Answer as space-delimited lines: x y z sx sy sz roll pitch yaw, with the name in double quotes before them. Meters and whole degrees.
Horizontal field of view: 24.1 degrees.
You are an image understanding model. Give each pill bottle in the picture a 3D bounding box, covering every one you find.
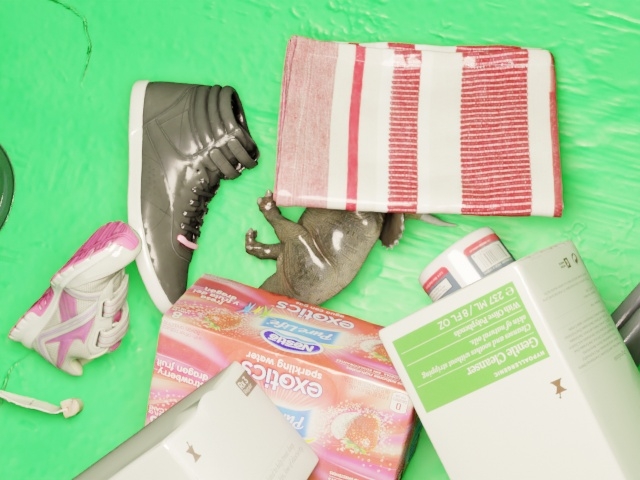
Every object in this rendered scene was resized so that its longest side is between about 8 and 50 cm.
"pill bottle" 0.205 0.085 1.728 0.108 0.108 0.180 -36 78 2

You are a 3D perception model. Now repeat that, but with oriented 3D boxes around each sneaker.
"sneaker" -0.147 -0.061 1.804 0.146 0.104 0.296 -7 76 13
"sneaker" -0.265 0.072 1.774 0.111 0.252 0.103 41 44 -4

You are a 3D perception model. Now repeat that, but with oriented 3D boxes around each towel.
"towel" 0.115 -0.134 1.749 0.329 0.037 0.237 3 59 1

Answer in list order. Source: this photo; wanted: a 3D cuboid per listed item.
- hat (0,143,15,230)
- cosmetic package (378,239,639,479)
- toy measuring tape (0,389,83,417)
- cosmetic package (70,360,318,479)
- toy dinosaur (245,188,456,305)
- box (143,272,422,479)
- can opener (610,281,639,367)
"hat" -0.490 -0.062 1.816 0.173 0.183 0.209 23 86 13
"cosmetic package" 0.244 0.208 1.575 0.197 0.155 0.366 -31 81 33
"toy measuring tape" -0.438 0.121 1.825 0.330 0.121 0.121 15 84 1
"cosmetic package" -0.209 0.317 1.623 0.385 0.217 0.156 -35 96 27
"toy dinosaur" 0.000 0.000 1.768 0.313 0.121 0.160 -43 64 -4
"box" -0.032 0.167 1.709 0.299 0.142 0.154 17 114 10
"can opener" 0.342 0.143 1.728 0.093 0.074 0.280 37 90 -22
